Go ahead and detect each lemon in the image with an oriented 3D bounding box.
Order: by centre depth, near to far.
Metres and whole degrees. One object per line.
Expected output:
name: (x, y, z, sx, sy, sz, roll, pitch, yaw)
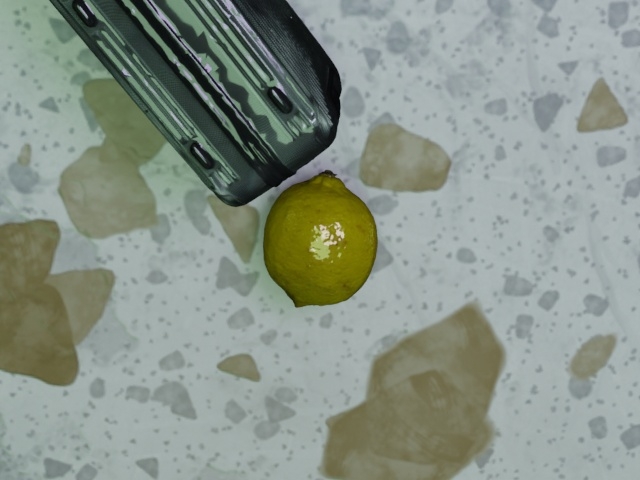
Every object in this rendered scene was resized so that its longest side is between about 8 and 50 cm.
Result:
lemon: (0.000, 0.000, 1.224, 0.109, 0.109, 0.133, 10, 101, -9)

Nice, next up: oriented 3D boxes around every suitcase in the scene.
suitcase: (-0.112, -0.190, 1.105, 0.128, 0.202, 0.312, -34, 109, 16)
